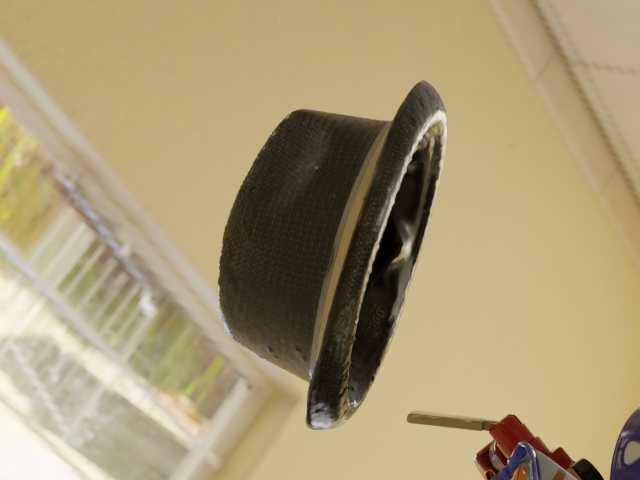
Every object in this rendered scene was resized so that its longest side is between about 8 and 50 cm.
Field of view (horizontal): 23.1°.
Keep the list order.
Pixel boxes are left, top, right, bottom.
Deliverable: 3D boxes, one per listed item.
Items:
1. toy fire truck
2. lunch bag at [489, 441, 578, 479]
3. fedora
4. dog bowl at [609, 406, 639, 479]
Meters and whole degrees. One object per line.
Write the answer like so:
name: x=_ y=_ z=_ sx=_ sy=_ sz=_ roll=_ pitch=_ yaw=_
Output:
toy fire truck: x=0.249 y=0.302 z=2.193 sx=0.246 sy=0.158 sz=0.217 roll=52 pitch=171 yaw=7
lunch bag: x=0.274 y=0.425 z=1.472 sx=0.328 sy=0.239 sz=0.385 roll=33 pitch=-154 yaw=-16
fedora: x=0.000 y=0.000 z=1.441 sx=0.152 sy=0.334 sz=0.334 roll=17 pitch=156 yaw=12
dog bowl: x=0.474 y=0.326 z=1.957 sx=0.104 sy=0.265 sz=0.265 roll=-11 pitch=132 yaw=41
